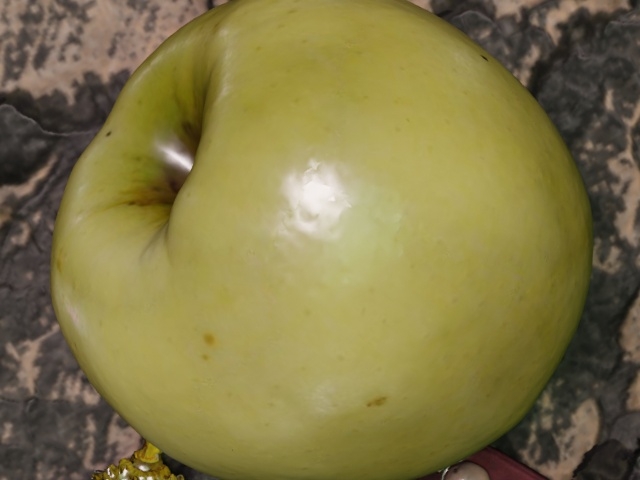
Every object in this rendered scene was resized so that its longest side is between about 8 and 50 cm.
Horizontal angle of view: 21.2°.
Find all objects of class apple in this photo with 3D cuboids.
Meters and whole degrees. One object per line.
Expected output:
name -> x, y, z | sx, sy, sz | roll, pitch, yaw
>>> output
apple -> 0.000, 0.000, 0.859 | 0.262, 0.262, 0.262 | -3, 100, -15

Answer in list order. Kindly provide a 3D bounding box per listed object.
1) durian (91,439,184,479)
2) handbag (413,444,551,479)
durian -> -0.111, 0.195, 0.933 | 0.146, 0.102, 0.208 | 20, 90, -12
handbag -> 0.089, 0.230, 1.006 | 0.216, 0.074, 0.203 | 33, 90, -18
